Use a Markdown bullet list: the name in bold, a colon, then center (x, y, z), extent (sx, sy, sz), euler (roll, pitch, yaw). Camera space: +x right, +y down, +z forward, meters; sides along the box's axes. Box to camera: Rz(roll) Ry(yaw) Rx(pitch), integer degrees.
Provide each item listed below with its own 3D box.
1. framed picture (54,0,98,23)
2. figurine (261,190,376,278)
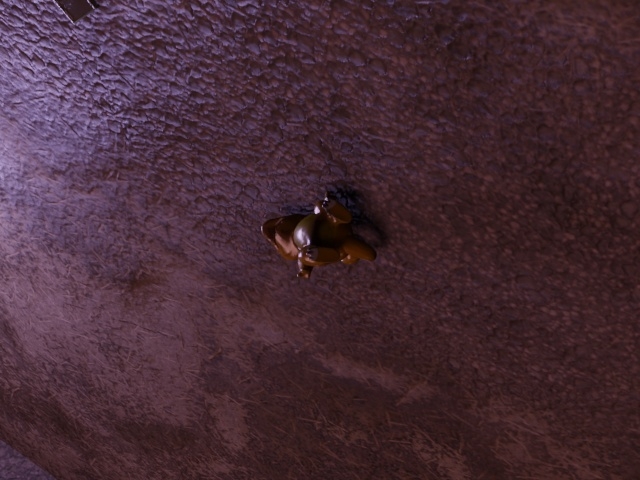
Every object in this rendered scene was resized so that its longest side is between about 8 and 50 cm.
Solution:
- **framed picture**: center (-0.337, -0.329, 1.577), extent (0.089, 0.007, 0.066), euler (49, 145, -18)
- **figurine**: center (0.002, 0.001, 1.620), extent (0.122, 0.121, 0.176), euler (22, 170, -31)
